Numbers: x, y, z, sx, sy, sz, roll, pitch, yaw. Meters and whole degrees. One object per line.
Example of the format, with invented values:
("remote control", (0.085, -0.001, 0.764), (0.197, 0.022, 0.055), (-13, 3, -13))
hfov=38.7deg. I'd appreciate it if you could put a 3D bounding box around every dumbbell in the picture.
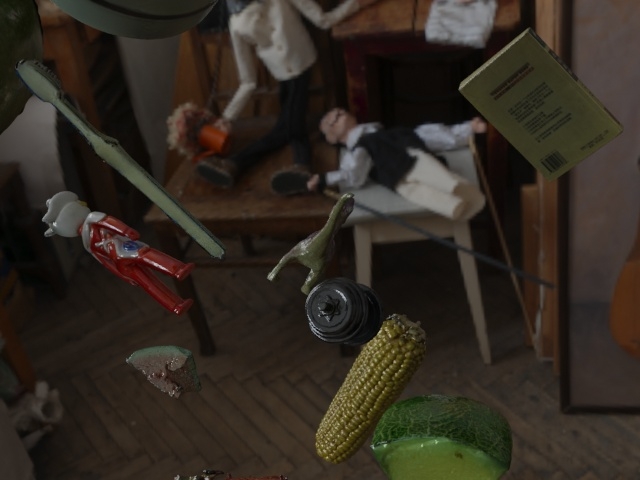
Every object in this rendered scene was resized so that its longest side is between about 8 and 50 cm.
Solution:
("dumbbell", (0.037, 0.107, 1.358), (0.099, 0.208, 0.099), (-3, 80, 19))

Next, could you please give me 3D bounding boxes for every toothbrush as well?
("toothbrush", (-0.198, -0.076, 0.938), (0.026, 0.294, 0.028), (-33, 24, 22))

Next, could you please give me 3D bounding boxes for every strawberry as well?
("strawberry", (-0.127, 0.401, 1.408), (0.167, 0.208, 0.087), (-20, 65, 49))

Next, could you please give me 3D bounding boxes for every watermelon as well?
("watermelon", (-0.323, 0.263, 1.901), (0.155, 0.101, 0.080), (25, 30, 9))

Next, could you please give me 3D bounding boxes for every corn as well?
("corn", (0.087, 0.273, 1.645), (0.106, 0.305, 0.106), (29, 14, -8))

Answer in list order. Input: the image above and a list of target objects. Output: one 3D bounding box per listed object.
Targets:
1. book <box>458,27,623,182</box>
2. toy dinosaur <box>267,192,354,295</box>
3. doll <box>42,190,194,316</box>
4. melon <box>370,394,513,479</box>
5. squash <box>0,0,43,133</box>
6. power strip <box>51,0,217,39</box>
("book", (0.361, -0.219, 1.505), (0.161, 0.231, 0.026), (-38, 14, 39))
("toy dinosaur", (-0.004, -0.003, 1.490), (0.072, 0.200, 0.251), (35, 7, 12))
("doll", (-0.434, 0.015, 1.928), (0.384, 0.188, 0.099), (30, 51, 12))
("melon", (0.199, 0.298, 1.408), (0.196, 0.124, 0.323), (8, 8, 13))
("squash", (-0.476, -0.225, 1.015), (0.310, 0.310, 0.309), (-17, 12, -10))
("power strip", (-0.287, -0.479, 1.352), (0.357, 0.357, 0.161), (-41, 3, -35))
